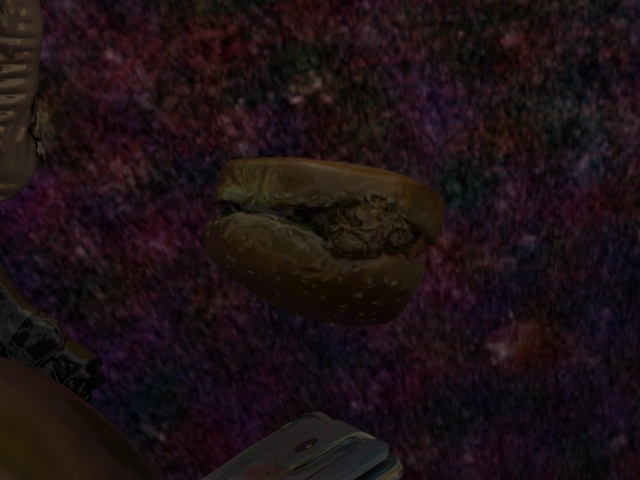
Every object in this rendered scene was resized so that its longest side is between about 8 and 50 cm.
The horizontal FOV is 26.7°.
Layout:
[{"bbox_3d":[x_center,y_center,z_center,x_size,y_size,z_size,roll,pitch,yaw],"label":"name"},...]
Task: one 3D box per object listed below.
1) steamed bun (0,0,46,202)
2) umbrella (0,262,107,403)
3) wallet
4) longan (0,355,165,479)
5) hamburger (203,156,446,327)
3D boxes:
[{"bbox_3d":[-0.287,-0.096,0.851,0.211,0.218,0.144,-14,35,-28],"label":"steamed bun"},{"bbox_3d":[-0.268,0.047,1.095,0.066,0.059,0.236,-30,66,-37],"label":"umbrella"},{"bbox_3d":[-0.027,0.216,1.078,0.176,0.250,0.075,-34,99,-14],"label":"wallet"},{"bbox_3d":[-0.218,0.223,0.646,0.361,0.361,0.361,-4,62,8],"label":"longan"},{"bbox_3d":[0.000,0.000,1.089,0.189,0.215,0.122,14,83,0],"label":"hamburger"}]
